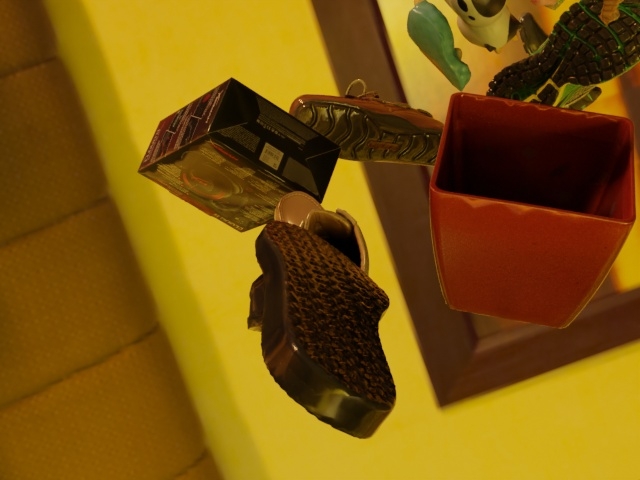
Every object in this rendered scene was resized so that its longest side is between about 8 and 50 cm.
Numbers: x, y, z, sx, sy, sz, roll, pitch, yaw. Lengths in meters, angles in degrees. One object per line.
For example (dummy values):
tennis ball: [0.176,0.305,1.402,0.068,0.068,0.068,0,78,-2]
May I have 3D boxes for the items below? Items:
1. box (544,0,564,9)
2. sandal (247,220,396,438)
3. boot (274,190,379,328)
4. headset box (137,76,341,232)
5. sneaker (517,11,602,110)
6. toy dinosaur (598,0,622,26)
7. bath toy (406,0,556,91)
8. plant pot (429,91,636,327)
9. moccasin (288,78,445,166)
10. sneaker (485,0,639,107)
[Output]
box: [0.403,-0.624,2.025,0.279,0.177,0.290,-45,-137,37]
sandal: [-0.018,0.088,1.184,0.167,0.107,0.446,35,14,-8]
boot: [0.000,0.000,1.585,0.203,0.095,0.262,78,-11,-60]
headset box: [-0.142,-0.125,1.841,0.218,0.110,0.293,31,-24,-23]
sneaker: [0.534,-0.407,2.582,0.267,0.106,0.101,55,23,-18]
toy dinosaur: [0.362,-0.340,1.423,0.211,0.112,0.064,53,16,-47]
bath toy: [0.284,-0.363,1.567,0.129,0.348,0.151,49,2,11]
plant pot: [0.291,-0.029,1.643,0.267,0.267,0.236,-71,168,-52]
moccasin: [0.103,-0.252,2.437,0.147,0.380,0.139,-122,-139,-49]
sneaker: [0.426,-0.308,1.873,0.343,0.146,0.134,-31,-93,45]
